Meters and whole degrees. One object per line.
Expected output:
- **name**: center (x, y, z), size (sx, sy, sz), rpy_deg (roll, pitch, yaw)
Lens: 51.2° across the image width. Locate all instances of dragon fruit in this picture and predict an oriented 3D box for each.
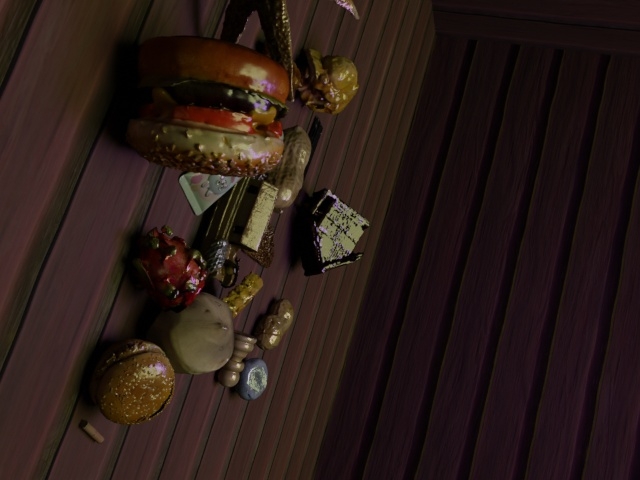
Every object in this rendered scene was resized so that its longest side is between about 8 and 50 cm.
- **dragon fruit**: center (-0.341, 0.061, 1.482), size (0.160, 0.172, 0.166), rpy_deg (-41, -161, 2)

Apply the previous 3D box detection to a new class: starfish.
- **starfish**: center (-0.116, -0.538, 1.481), size (0.132, 0.397, 0.384), rpy_deg (-32, 142, -65)

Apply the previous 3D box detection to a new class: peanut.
- **peanut**: center (-0.119, -0.208, 2.020), size (0.159, 0.143, 0.291), rpy_deg (-41, -151, 58)
- **peanut**: center (-0.158, 0.288, 2.293), size (0.103, 0.098, 0.229), rpy_deg (-57, 179, 34)

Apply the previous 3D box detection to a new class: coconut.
- **coconut**: center (-0.300, 0.218, 1.589), size (0.224, 0.224, 0.224), rpy_deg (12, 90, -72)

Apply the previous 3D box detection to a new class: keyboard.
- **keyboard**: center (-0.041, -0.317, 2.372), size (0.087, 0.017, 0.251), rpy_deg (63, 42, -62)

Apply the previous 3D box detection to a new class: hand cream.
- **hand cream**: center (-0.226, -0.203, 1.699), size (0.306, 0.093, 0.147), rpy_deg (-42, 148, -19)

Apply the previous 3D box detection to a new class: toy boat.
- **toy boat**: center (-0.203, -0.097, 1.784), size (0.136, 0.162, 0.446), rpy_deg (49, 55, -65)

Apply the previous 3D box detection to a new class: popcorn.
- **popcorn**: center (0.031, -0.517, 2.183), size (0.253, 0.190, 0.192), rpy_deg (-3, 98, -68)

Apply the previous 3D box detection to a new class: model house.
- **model house**: center (0.000, 0.000, 2.474), size (0.283, 0.297, 0.317), rpy_deg (-64, -163, -13)

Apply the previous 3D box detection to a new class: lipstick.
- **lipstick**: center (-0.497, 0.418, 1.455), size (0.094, 0.018, 0.019), rpy_deg (79, 29, -51)

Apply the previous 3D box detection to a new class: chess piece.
- **chess piece**: center (-0.266, 0.363, 2.040), size (0.171, 0.094, 0.094), rpy_deg (-68, 162, -4)

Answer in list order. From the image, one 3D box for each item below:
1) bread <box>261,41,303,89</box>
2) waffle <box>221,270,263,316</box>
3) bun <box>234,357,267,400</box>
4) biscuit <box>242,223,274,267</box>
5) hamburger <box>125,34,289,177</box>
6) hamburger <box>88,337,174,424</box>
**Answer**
- **bread**: center (-0.120, -0.493, 1.914), size (0.233, 0.075, 0.105), rpy_deg (36, 56, -64)
- **waffle**: center (-0.271, 0.209, 1.810), size (0.229, 0.057, 0.219), rpy_deg (-47, 180, 34)
- **bun**: center (-0.235, 0.452, 2.188), size (0.140, 0.083, 0.141), rpy_deg (-28, 122, -58)
- **biscuit**: center (-0.184, 0.004, 2.130), size (0.237, 0.026, 0.131), rpy_deg (47, 59, -68)
- **hamburger**: center (-0.223, -0.257, 1.358), size (0.330, 0.329, 0.250), rpy_deg (10, 89, -72)
- **hamburger**: center (-0.400, 0.301, 1.439), size (0.181, 0.117, 0.191), rpy_deg (-11, 116, -45)
